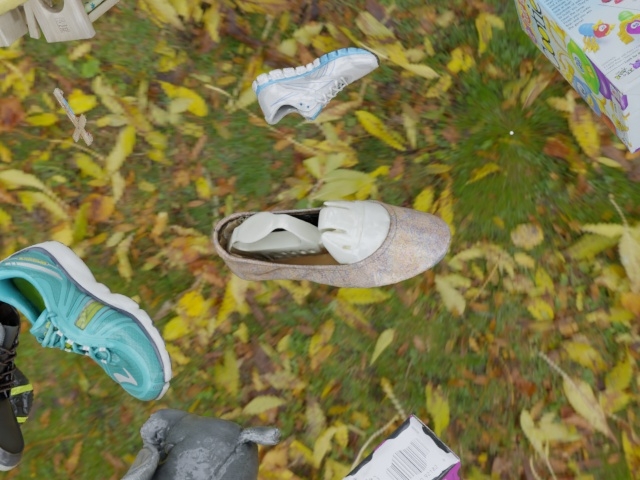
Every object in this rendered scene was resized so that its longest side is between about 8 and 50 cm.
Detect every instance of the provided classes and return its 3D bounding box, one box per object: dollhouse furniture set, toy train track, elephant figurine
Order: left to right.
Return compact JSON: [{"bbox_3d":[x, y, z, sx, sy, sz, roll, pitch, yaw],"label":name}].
[{"bbox_3d":[-0.254,-0.282,1.136,0.161,0.182,0.101,1,127,32],"label":"dollhouse furniture set"},{"bbox_3d":[-0.300,-0.153,1.402,0.083,0.014,0.048,54,141,13],"label":"toy train track"},{"bbox_3d":[-0.179,0.309,1.275,0.169,0.239,0.186,22,130,23],"label":"elephant figurine"}]

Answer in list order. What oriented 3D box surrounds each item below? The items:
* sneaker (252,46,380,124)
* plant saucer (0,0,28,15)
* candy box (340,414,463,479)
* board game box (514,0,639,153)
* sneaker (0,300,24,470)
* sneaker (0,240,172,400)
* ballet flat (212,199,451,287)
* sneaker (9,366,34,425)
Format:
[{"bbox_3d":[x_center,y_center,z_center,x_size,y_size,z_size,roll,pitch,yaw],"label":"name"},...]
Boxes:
[{"bbox_3d":[-0.001,-0.215,1.644,0.191,0.071,0.082,-18,70,15],"label":"sneaker"},{"bbox_3d":[-0.281,-0.165,0.435,0.333,0.332,0.081,-29,67,-9],"label":"plant saucer"},{"bbox_3d":[0.037,0.297,1.131,0.233,0.159,0.071,-41,62,-15],"label":"candy box"},{"bbox_3d":[0.384,-0.276,1.504,0.144,0.142,0.275,-32,55,1],"label":"board game box"},{"bbox_3d":[-0.412,0.172,1.434,0.118,0.083,0.222,-31,84,16],"label":"sneaker"},{"bbox_3d":[-0.296,0.110,1.397,0.275,0.110,0.107,35,122,20],"label":"sneaker"},{"bbox_3d":[0.000,0.000,1.396,0.316,0.106,0.107,-7,59,29],"label":"ballet flat"},{"bbox_3d":[-0.555,0.126,1.548,0.145,0.147,0.384,-45,125,-23],"label":"sneaker"}]
